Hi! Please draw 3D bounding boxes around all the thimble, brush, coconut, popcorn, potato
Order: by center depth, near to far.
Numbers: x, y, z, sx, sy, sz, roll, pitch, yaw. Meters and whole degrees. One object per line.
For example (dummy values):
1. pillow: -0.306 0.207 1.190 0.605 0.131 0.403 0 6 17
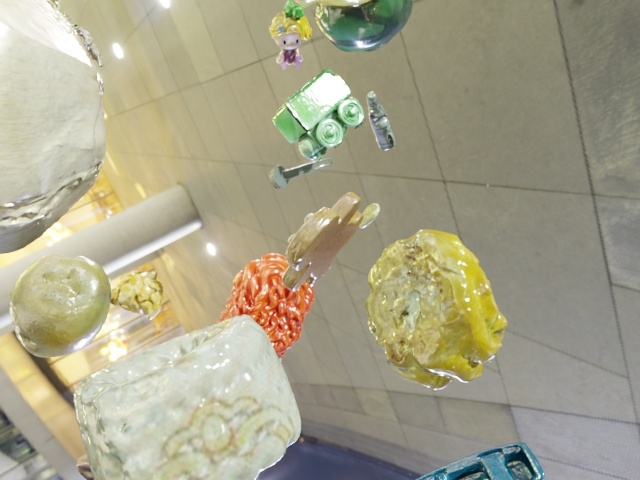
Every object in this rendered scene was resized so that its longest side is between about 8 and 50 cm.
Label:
1. coconut: -0.411 -0.139 0.524 0.346 0.360 0.347 20 115 53
2. thimble: -0.190 0.240 0.774 0.195 0.291 0.291 68 160 0
3. potato: -0.419 0.113 0.893 0.157 0.157 0.194 55 144 16
4. brush: -0.050 -0.201 1.575 0.027 0.266 0.062 -8 101 40
5. popcorn: -0.549 0.157 1.686 0.163 0.141 0.194 14 176 5

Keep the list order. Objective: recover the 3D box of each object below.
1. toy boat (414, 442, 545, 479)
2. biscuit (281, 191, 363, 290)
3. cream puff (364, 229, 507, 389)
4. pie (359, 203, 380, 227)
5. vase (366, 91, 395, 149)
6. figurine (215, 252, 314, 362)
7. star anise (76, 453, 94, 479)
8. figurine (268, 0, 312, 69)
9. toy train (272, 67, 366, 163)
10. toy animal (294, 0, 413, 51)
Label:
1. toy boat: 0.213 0.421 0.887 0.096 0.299 0.062 -111 -2 -57
2. biscuit: 0.000 0.000 0.946 0.049 0.197 0.301 35 -176 10
3. cream puff: 0.268 0.145 1.192 0.291 0.257 0.325 -58 39 25
4. pie: 0.135 -0.069 1.513 0.021 0.084 0.084 36 167 -18
5. vase: 0.187 -0.383 1.755 0.060 0.060 0.211 42 166 43
6. figurine: -0.153 0.250 1.568 0.241 0.306 0.412 25 129 27
7. star anise: -0.501 0.635 1.482 0.315 0.108 0.315 39 179 1
8. figurine: -0.072 -0.487 1.254 0.156 0.094 0.115 91 162 -58
9. toy train: 0.000 -0.343 1.519 0.188 0.243 0.132 50 151 -10
10. toy animal: 0.052 -0.460 0.932 0.191 0.216 0.338 37 175 36
